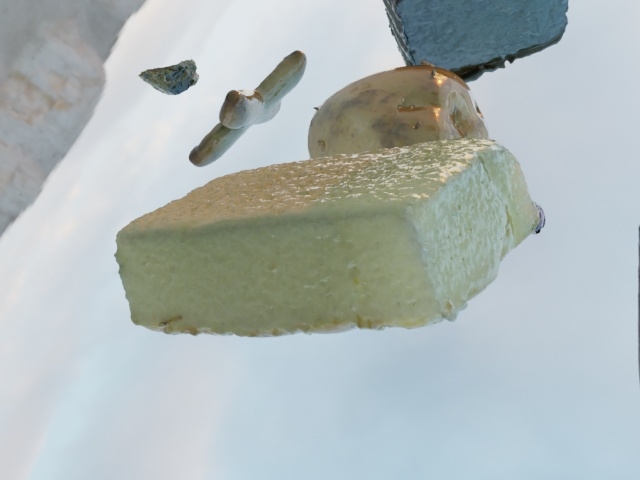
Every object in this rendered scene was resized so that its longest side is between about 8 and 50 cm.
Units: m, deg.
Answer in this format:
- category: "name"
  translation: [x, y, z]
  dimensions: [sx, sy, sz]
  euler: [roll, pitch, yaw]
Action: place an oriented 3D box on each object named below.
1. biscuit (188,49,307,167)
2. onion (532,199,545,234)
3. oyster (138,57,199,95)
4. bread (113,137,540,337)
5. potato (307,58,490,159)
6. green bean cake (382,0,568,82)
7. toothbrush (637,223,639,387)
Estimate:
- category: "biscuit"
  translation: [-0.107, -0.205, 1.358]
  dimensions: [0.208, 0.047, 0.164]
  euler: [-46, 177, -45]
- category: "onion"
  translation: [0.292, -0.063, 1.434]
  dimensions: [0.150, 0.150, 0.140]
  euler: [-4, -87, 57]
- category: "oyster"
  translation: [-0.211, -0.227, 1.232]
  dimensions: [0.034, 0.093, 0.051]
  euler: [51, -30, 33]
- category: "bread"
  translation: [0.001, 0.000, 0.447]
  dimensions: [0.188, 0.068, 0.125]
  euler: [-5, -162, 33]
- category: "potato"
  translation: [0.070, -0.096, 0.784]
  dimensions: [0.235, 0.161, 0.128]
  euler: [-44, 134, -78]
- category: "green bean cake"
  translation: [0.158, -0.258, 0.918]
  dimensions: [0.181, 0.173, 0.094]
  euler: [-24, -122, 6]
- category: "toothbrush"
  translation: [0.424, 0.153, 1.110]
  dimensions: [0.041, 0.041, 0.364]
  euler: [20, -62, 62]
